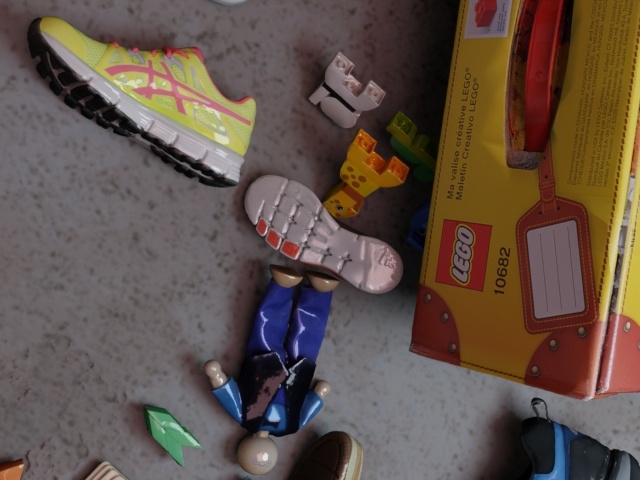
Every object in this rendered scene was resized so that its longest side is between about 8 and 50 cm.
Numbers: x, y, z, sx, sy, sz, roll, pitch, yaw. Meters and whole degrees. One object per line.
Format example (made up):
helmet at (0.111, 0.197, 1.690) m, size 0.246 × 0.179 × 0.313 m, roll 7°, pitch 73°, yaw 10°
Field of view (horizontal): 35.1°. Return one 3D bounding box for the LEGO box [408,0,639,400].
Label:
LEGO box at (0.302, -0.126, 0.880) m, size 0.372 × 0.193 × 0.500 m, roll 7°, pitch 92°, yaw -40°

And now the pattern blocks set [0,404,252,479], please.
pattern blocks set at (-0.198, 0.301, 0.872) m, size 0.285 × 0.026 × 0.325 m, roll 38°, pitch 83°, yaw -19°

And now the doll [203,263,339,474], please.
doll at (-0.043, 0.118, 0.907) m, size 0.129 × 0.046 × 0.189 m, roll 9°, pitch 98°, yaw -28°

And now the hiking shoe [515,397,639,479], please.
hiking shoe at (0.187, 0.314, 0.995) m, size 0.132 × 0.113 × 0.304 m, roll 31°, pitch 90°, yaw 10°

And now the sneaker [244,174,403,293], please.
sneaker at (0.000, 0.000, 0.911) m, size 0.158 × 0.065 × 0.061 m, roll 35°, pitch 87°, yaw 4°

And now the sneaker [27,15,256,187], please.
sneaker at (-0.142, -0.131, 0.840) m, size 0.208 × 0.081 × 0.094 m, roll 33°, pitch 76°, yaw -26°

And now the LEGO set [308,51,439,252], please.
LEGO set at (0.061, -0.050, 0.919) m, size 0.227 × 0.093 × 0.087 m, roll 40°, pitch 50°, yaw -14°

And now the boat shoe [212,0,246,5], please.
boat shoe at (-0.116, -0.294, 0.832) m, size 0.078 × 0.070 × 0.219 m, roll -38°, pitch 106°, yaw -13°

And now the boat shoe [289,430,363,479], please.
boat shoe at (0.001, 0.266, 0.933) m, size 0.072 × 0.068 × 0.190 m, roll 21°, pitch 97°, yaw -33°
